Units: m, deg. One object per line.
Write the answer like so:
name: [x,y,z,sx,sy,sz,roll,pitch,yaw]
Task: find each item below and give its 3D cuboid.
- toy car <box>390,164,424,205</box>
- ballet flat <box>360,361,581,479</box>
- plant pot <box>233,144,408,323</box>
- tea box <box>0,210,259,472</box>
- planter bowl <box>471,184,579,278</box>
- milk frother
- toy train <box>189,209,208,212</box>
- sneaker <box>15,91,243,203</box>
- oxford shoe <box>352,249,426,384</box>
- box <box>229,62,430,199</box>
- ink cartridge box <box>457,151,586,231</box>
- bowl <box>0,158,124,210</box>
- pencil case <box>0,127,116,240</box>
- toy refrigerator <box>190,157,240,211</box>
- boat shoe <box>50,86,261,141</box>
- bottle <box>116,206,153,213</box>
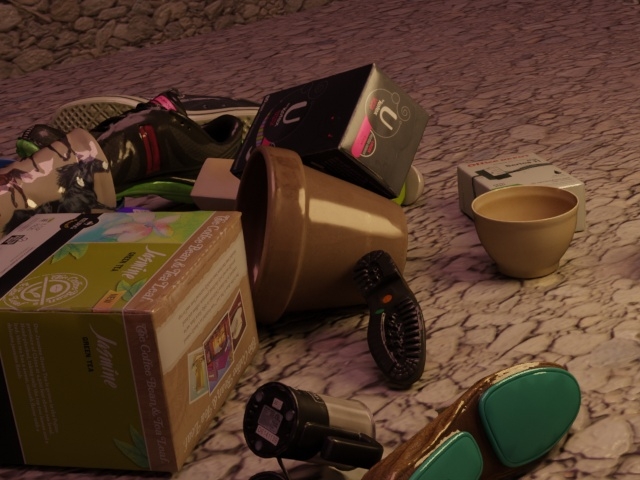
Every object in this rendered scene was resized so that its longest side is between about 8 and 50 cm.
toy car: [0.094,-0.136,2.195,0.159,0.182,0.136,-4,-4,-45]
ballet flat: [0.151,0.229,1.345,0.124,0.116,0.342,-12,15,48]
plant pot: [0.000,0.000,1.795,0.229,0.263,0.263,6,18,-15]
tea box: [-0.284,0.117,1.567,0.323,0.220,0.329,0,22,15]
planter bowl: [0.316,-0.008,1.870,0.162,0.109,0.162,-5,20,2]
milk frother: [-0.017,0.245,1.352,0.134,0.143,0.129,20,20,-44]
toy train: [-0.189,0.001,2.039,0.105,0.080,0.184,-14,22,-35]
sneaker: [-0.336,-0.179,2.205,0.482,0.202,0.185,-1,21,-46]
oxford shoe: [0.111,0.116,1.647,0.082,0.096,0.227,-26,39,14]
box: [0.012,-0.152,1.920,0.270,0.143,0.165,-9,51,48]
ink cartridge box: [0.337,-0.075,2.068,0.153,0.087,0.208,-11,21,-13]
bowl: [-0.549,-0.062,2.181,0.391,0.077,0.391,9,16,-3]
pencil case: [-0.507,-0.034,1.887,0.410,0.160,0.183,-28,22,-29]
toy refrigerator: [-0.081,-0.079,2.132,0.269,0.102,0.094,6,60,29]
boat shoe: [-0.301,-0.214,2.495,0.500,0.187,0.156,1,16,4]
bottle: [-0.272,0.035,1.911,0.092,0.118,0.283,2,16,-22]
